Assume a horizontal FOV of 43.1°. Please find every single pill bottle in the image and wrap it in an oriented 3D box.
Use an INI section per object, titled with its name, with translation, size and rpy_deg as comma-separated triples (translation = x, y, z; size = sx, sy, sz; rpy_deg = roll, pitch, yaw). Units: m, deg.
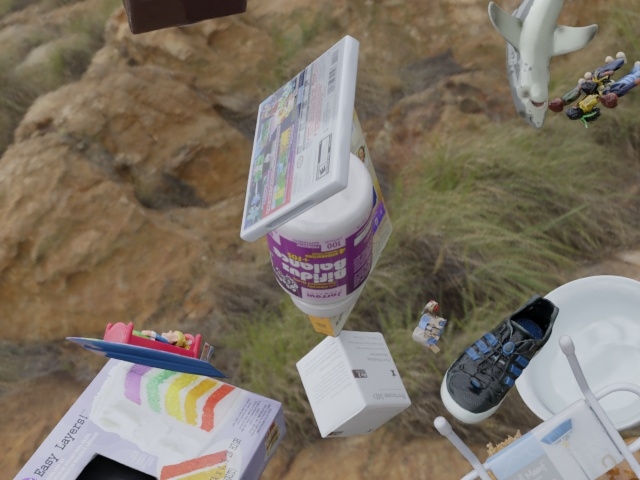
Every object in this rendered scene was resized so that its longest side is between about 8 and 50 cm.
[pill bottle]
translation = 0.000, 0.000, 1.301
size = 0.169, 0.301, 0.169
rpy_deg = -2, 56, 3

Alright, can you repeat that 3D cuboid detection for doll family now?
[doll family]
translation = 0.443, -0.238, 1.296
size = 0.111, 0.076, 0.193
rpy_deg = -36, -5, -23

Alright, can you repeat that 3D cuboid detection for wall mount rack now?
[wall mount rack]
translation = 0.325, 0.299, 1.166
size = 0.350, 0.304, 0.130
rpy_deg = -35, 8, 3

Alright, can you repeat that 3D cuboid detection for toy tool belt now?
[toy tool belt]
translation = 0.201, 0.152, 1.426
size = 0.051, 0.052, 0.083
rpy_deg = 30, 108, 29

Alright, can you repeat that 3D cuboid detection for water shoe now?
[water shoe]
translation = 0.212, 0.131, 0.959
size = 0.073, 0.080, 0.203
rpy_deg = 35, 47, 19

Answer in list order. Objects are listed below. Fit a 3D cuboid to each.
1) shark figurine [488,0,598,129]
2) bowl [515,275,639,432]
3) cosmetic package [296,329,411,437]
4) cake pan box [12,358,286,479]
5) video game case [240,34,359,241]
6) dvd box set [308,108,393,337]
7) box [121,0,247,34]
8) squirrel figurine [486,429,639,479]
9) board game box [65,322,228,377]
[shark figurine]
translation = 0.297, -0.304, 1.053
size = 0.278, 0.166, 0.116
rpy_deg = -53, 19, -2
[bowl]
translation = 0.504, 0.222, 1.440
size = 0.298, 0.134, 0.298
rpy_deg = -21, 48, 25
[cosmetic package]
translation = 0.070, 0.313, 1.772
size = 0.151, 0.151, 0.184
rpy_deg = -45, 55, 33
[cake pan box]
translation = -0.207, 0.271, 0.970
size = 0.245, 0.070, 0.267
rpy_deg = 15, 44, 20
[video game case]
translation = -0.025, -0.116, 0.950
size = 0.183, 0.023, 0.201
rpy_deg = -28, 48, 46
[dvd box set]
translation = 0.020, -0.048, 1.611
size = 0.062, 0.420, 0.308
rpy_deg = 11, 56, 28
[box]
translation = -0.193, -0.406, 1.058
size = 0.168, 0.167, 0.203
rpy_deg = -16, -15, -14
[squirrel figurine]
translation = 0.491, 0.553, 1.609
size = 0.370, 0.281, 0.397
rpy_deg = -21, 23, -21
[board game box]
translation = -0.157, 0.097, 0.767
size = 0.133, 0.169, 0.033
rpy_deg = 9, 74, 6
